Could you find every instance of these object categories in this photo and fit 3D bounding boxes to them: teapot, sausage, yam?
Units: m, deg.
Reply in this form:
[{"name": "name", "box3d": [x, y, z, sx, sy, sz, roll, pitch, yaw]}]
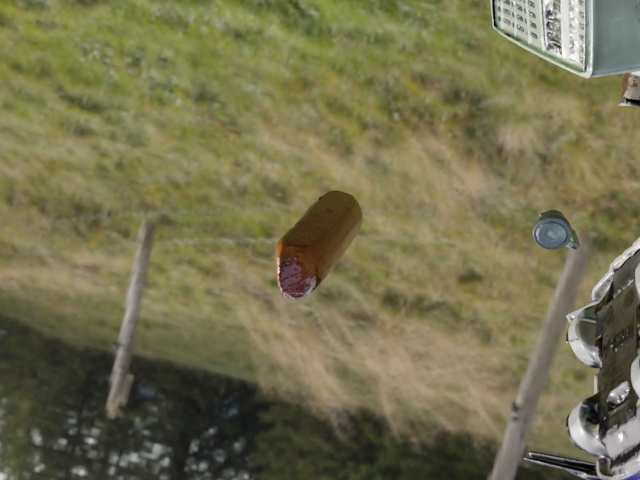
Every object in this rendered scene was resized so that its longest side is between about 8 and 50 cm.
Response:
[{"name": "teapot", "box3d": [0.413, -0.018, 1.949, 0.088, 0.057, 0.066, 31, 124, -8]}, {"name": "sausage", "box3d": [0.000, -0.001, 1.853, 0.094, 0.097, 0.348, 3, -159, 14]}, {"name": "yam", "box3d": [0.458, -0.313, 1.543, 0.046, 0.263, 0.046, 10, -170, -2]}]

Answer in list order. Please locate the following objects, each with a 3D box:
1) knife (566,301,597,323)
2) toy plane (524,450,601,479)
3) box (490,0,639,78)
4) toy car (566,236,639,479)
[{"name": "knife", "box3d": [0.514, 0.114, 1.883, 0.019, 0.072, 0.245, -10, 162, -38]}, {"name": "toy plane", "box3d": [0.385, 0.336, 1.265, 0.106, 0.155, 0.382, 25, 164, -35]}, {"name": "box", "box3d": [0.328, -0.324, 1.351, 0.166, 0.220, 0.290, -16, -152, -13]}, {"name": "toy car", "box3d": [0.339, 0.120, 1.065, 0.158, 0.235, 0.172, 14, 151, -7]}]
